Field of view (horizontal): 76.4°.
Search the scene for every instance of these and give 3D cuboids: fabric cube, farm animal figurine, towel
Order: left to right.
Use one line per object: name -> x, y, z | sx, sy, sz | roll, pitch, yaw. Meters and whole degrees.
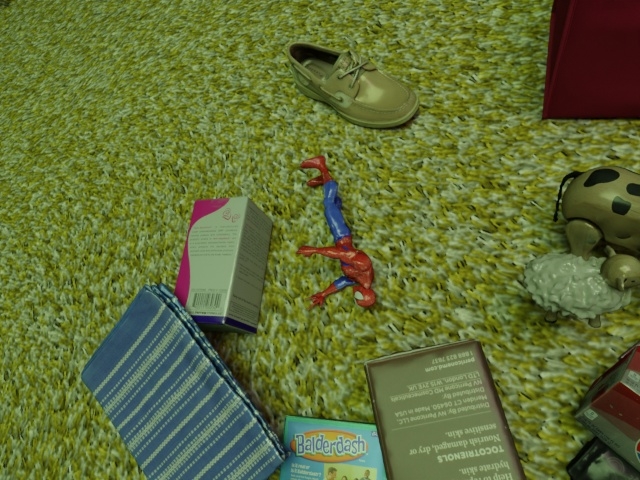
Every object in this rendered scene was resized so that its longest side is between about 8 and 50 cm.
towel -> -0.227, 0.260, 0.619 | 0.336, 0.040, 0.243 | 47, 106, 16
fabric cube -> 0.485, -0.353, 0.579 | 0.258, 0.254, 0.259 | 7, 71, 23
farm animal figurine -> 0.443, -0.026, 0.465 | 0.326, 0.172, 0.330 | 13, 51, 36

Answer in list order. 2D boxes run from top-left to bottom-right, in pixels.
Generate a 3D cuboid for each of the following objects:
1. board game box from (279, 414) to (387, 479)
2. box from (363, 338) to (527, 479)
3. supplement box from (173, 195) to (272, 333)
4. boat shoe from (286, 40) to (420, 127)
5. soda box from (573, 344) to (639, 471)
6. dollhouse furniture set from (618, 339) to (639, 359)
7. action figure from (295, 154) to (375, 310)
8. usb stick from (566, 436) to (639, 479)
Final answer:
board game box -> 0.020, 0.358, 0.555 | 0.160, 0.047, 0.211 | -2, 68, 19
box -> 0.166, 0.318, 0.440 | 0.143, 0.191, 0.382 | -15, 64, 13
supplement box -> -0.168, 0.045, 0.717 | 0.111, 0.114, 0.220 | -1, 69, 20
boat shoe -> 0.053, -0.315, 0.800 | 0.302, 0.098, 0.109 | 34, 82, 28
soda box -> 0.425, 0.242, 0.423 | 0.083, 0.092, 0.263 | -25, 54, -37
dollhouse furniture set -> 0.445, 0.151, 0.474 | 0.091, 0.081, 0.114 | -38, 61, 1
action figure -> 0.000, 0.000, 0.691 | 0.139, 0.091, 0.281 | -25, 61, 1
usb stick -> 0.407, 0.341, 0.429 | 0.077, 0.045, 0.278 | -49, 62, 3
